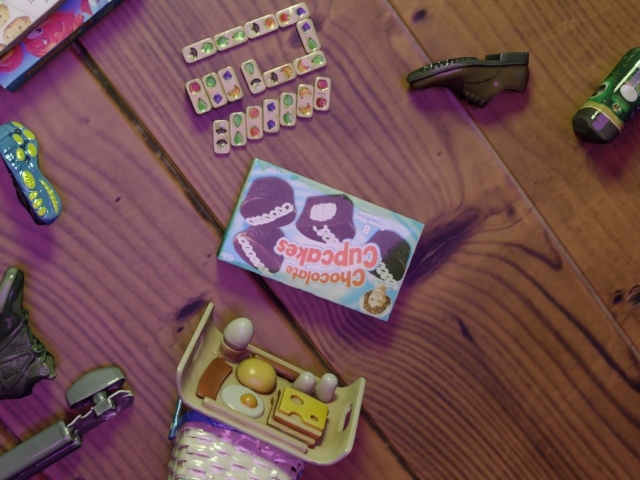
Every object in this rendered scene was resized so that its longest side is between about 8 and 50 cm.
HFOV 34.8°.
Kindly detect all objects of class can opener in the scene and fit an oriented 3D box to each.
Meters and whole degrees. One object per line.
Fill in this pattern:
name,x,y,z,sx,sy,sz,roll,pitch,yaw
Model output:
can opener,-0.451,0.318,1.744,0.283,0.076,0.095,-30,67,-6

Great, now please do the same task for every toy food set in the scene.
toy food set,-0.076,0.229,1.695,0.306,0.220,0.092,26,117,-4

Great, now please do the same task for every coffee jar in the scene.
coffee jar,0.539,-0.257,1.844,0.079,0.096,0.184,41,88,-8

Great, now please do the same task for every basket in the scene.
basket,-0.141,0.339,1.736,0.254,0.201,0.289,22,63,-9

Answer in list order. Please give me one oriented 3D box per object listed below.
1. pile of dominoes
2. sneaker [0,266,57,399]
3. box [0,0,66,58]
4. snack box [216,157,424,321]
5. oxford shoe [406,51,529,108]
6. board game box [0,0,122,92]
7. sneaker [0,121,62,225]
pile of dominoes,-0.104,-0.278,1.760,0.251,0.040,0.196,-23,98,-7
sneaker,-0.495,0.159,1.706,0.130,0.087,0.228,10,96,-12
box,-0.494,-0.333,1.589,0.324,0.063,0.067,-42,101,-4
snack box,0.000,0.000,1.789,0.321,0.060,0.187,21,91,-11
oxford shoe,0.264,-0.278,1.804,0.227,0.083,0.096,-6,100,-8
board game box,-0.493,-0.455,1.656,0.302,0.086,0.308,-41,100,-5
sneaker,-0.491,-0.108,1.691,0.067,0.078,0.188,-21,84,-36
